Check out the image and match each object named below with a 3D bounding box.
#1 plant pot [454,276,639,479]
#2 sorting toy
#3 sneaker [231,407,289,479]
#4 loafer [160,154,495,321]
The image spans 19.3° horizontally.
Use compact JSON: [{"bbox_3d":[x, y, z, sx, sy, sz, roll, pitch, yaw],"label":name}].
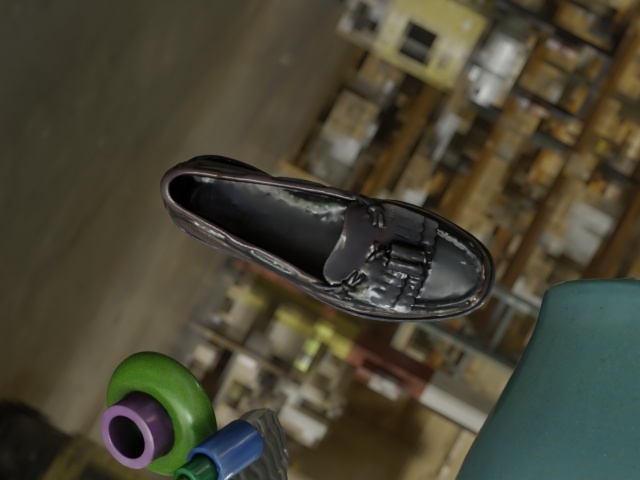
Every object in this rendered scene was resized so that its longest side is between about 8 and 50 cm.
[{"bbox_3d":[0.189,0.162,1.041,0.271,0.272,0.255,97,4,-80],"label":"plant pot"},{"bbox_3d":[-0.053,0.091,0.702,0.061,0.102,0.042,-37,175,42],"label":"sorting toy"},{"bbox_3d":[-0.130,0.268,1.951,0.281,0.115,0.105,-49,129,-45],"label":"sneaker"},{"bbox_3d":[0.000,0.000,1.629,0.095,0.303,0.109,13,95,-79],"label":"loafer"}]
